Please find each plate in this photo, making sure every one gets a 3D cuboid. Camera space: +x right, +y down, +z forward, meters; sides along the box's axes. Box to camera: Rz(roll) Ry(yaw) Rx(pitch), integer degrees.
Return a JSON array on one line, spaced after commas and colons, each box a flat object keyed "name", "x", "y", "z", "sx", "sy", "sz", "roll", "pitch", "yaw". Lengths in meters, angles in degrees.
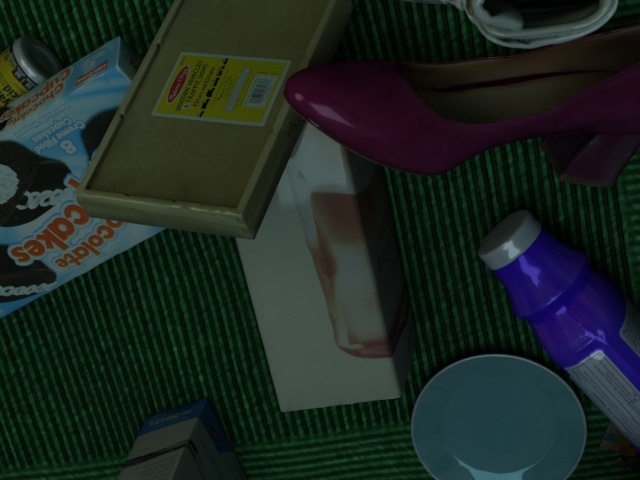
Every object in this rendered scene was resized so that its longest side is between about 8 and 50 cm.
[{"name": "plate", "x": 0.192, "y": 0.201, "z": 1.368, "sx": 0.188, "sy": 0.024, "sz": 0.188, "roll": 4, "pitch": 114, "yaw": 8}]

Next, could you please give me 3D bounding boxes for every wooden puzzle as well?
[{"name": "wooden puzzle", "x": 0.330, "y": 0.207, "z": 1.357, "sx": 0.049, "sy": 0.006, "sz": 0.083, "roll": 17, "pitch": 115, "yaw": 2}]

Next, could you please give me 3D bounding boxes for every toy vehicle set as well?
[{"name": "toy vehicle set", "x": -0.091, "y": -0.128, "z": 1.136, "sx": 0.166, "sy": 0.267, "sz": 0.035, "roll": 9, "pitch": 150, "yaw": 24}]

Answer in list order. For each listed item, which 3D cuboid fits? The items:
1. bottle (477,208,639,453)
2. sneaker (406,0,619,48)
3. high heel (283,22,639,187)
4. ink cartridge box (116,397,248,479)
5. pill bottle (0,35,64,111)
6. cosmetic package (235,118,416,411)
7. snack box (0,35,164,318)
[{"name": "bottle", "x": 0.271, "y": 0.091, "z": 1.256, "sx": 0.092, "sy": 0.118, "sz": 0.283, "roll": -39, "pitch": 103, "yaw": 22}, {"name": "sneaker", "x": 0.119, "y": -0.243, "z": 1.112, "sx": 0.293, "sy": 0.169, "sz": 0.108, "roll": 6, "pitch": 115, "yaw": 8}, {"name": "high heel", "x": 0.158, "y": -0.152, "z": 1.107, "sx": 0.377, "sy": 0.127, "sz": 0.181, "roll": 3, "pitch": 132, "yaw": -31}, {"name": "ink cartridge box", "x": -0.149, "y": 0.289, "z": 1.362, "sx": 0.086, "sy": 0.203, "sz": 0.148, "roll": -18, "pitch": 109, "yaw": 16}, {"name": "pill bottle", "x": -0.318, "y": -0.147, "z": 1.279, "sx": 0.116, "sy": 0.065, "sz": 0.065, "roll": -37, "pitch": 103, "yaw": 22}, {"name": "cosmetic package", "x": 0.000, "y": 0.000, "z": 1.244, "sx": 0.129, "sy": 0.153, "sz": 0.296, "roll": -8, "pitch": 113, "yaw": 13}, {"name": "snack box", "x": -0.272, "y": -0.052, "z": 1.283, "sx": 0.322, "sy": 0.060, "sz": 0.187, "roll": -28, "pitch": 128, "yaw": 19}]
